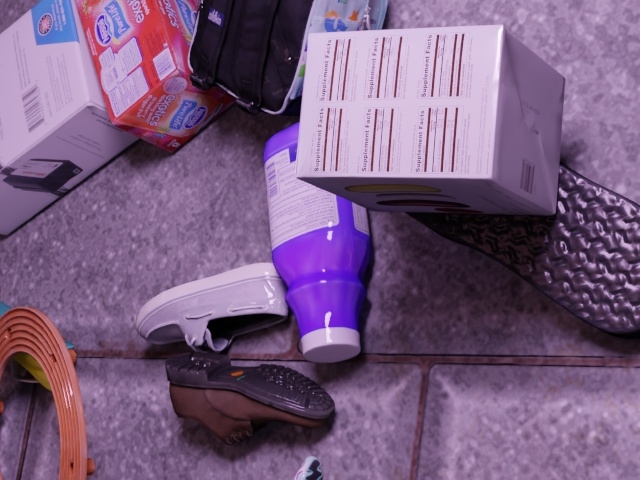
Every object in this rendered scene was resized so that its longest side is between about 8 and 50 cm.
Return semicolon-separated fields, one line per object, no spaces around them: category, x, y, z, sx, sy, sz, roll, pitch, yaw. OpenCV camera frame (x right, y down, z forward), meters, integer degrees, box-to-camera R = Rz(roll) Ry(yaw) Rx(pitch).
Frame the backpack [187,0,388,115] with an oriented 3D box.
backpack;-0.035;-0.294;1.637;0.225;0.191;0.253;32;122;41

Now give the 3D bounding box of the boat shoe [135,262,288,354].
boat shoe;-0.135;0.097;1.669;0.227;0.079;0.081;-21;58;28

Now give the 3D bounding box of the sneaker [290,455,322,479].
sneaker;-0.040;0.288;1.550;0.069;0.038;0.098;10;80;39

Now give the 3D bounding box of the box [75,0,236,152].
box;-0.227;-0.265;1.844;0.128;0.123;0.257;-36;55;22

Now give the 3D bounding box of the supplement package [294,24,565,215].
supplement package;0.112;-0.112;1.342;0.203;0.194;0.149;2;82;28

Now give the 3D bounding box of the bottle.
bottle;0.000;0.000;1.589;0.118;0.092;0.282;-23;61;31

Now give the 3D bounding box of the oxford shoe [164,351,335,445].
oxford shoe;-0.080;0.196;1.604;0.227;0.083;0.096;8;106;34

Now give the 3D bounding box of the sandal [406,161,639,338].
sandal;0.201;-0.048;1.458;0.446;0.107;0.167;43;101;27

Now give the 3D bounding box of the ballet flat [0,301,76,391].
ballet flat;-0.425;0.147;1.888;0.231;0.077;0.077;22;105;39

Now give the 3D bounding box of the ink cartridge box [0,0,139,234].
ink cartridge box;-0.411;-0.183;1.955;0.307;0.129;0.223;-32;57;25

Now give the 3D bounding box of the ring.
ring;-0.371;0.252;1.758;0.337;0.032;0.336;1;91;55
